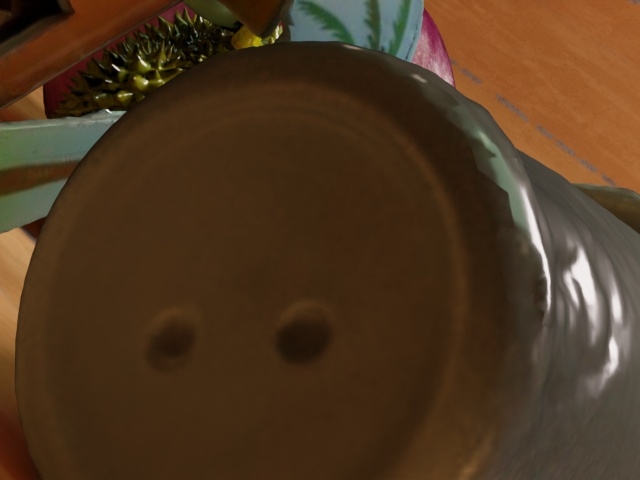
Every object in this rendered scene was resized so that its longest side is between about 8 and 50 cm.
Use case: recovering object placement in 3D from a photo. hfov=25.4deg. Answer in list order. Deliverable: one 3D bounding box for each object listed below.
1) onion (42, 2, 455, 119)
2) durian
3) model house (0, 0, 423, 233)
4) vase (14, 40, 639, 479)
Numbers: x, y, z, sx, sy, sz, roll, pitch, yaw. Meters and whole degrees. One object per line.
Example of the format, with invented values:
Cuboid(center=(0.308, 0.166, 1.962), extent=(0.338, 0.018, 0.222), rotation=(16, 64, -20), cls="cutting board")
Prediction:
Cuboid(center=(-0.042, -0.137, 1.226), extent=(0.358, 0.345, 0.358), rotation=(31, -27, 18), cls="onion")
Cuboid(center=(-0.083, -0.062, 0.869), extent=(0.146, 0.198, 0.159), rotation=(47, -4, -9), cls="durian")
Cuboid(center=(-0.104, -0.162, 0.663), extent=(0.300, 0.323, 0.340), rotation=(48, -13, 38), cls="model house")
Cuboid(center=(0.038, 0.051, 0.537), extent=(0.245, 0.245, 0.291), rotation=(43, 8, 33), cls="vase")
